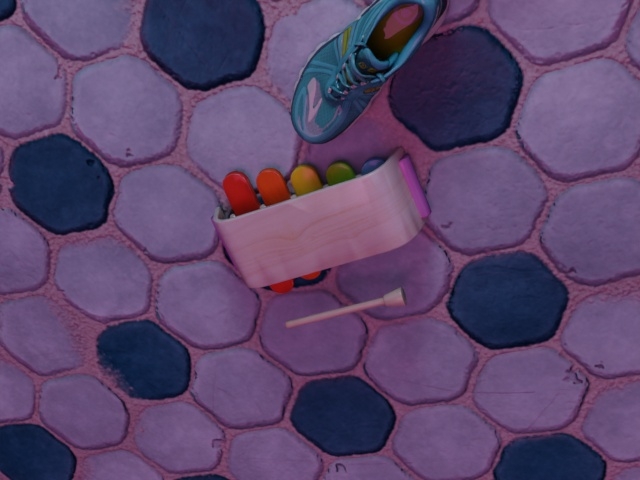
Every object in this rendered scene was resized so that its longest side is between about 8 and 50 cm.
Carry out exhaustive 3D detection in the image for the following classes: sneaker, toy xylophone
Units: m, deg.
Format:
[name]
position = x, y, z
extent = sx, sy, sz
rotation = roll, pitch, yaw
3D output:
[sneaker]
position = 0.050, -0.227, 1.071
extent = 0.107, 0.110, 0.275
rotation = 38, 119, -9
[toy xylophone]
position = 0.000, 0.000, 1.215
extent = 0.323, 0.081, 0.236
rotation = -9, 115, 16
